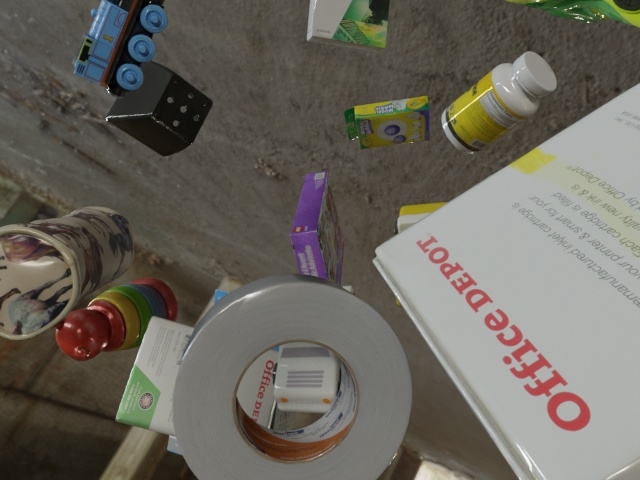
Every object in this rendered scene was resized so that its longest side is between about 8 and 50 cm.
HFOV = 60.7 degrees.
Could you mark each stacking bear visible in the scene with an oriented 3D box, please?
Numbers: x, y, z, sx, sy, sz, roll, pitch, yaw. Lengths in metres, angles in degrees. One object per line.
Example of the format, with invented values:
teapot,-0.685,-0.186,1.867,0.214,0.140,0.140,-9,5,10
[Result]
stacking bear,-0.480,0.190,1.265,0.175,0.164,0.289,54,-157,5

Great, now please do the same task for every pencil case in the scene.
pencil case,-0.439,0.036,0.929,0.410,0.184,0.159,-130,19,-80

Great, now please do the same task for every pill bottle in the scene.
pill bottle,0.561,-0.434,1.730,0.188,0.187,0.334,35,141,-15

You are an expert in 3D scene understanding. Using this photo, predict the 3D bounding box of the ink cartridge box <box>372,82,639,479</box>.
ink cartridge box,0.278,0.029,0.452,0.160,0.385,0.279,57,-178,-37

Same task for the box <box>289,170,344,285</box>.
box,0.000,0.000,1.174,0.057,0.293,0.200,-9,118,10

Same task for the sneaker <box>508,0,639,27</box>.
sneaker,0.378,-0.336,0.703,0.296,0.109,0.124,30,-150,33

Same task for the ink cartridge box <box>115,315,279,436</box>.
ink cartridge box,-0.175,0.222,0.826,0.213,0.154,0.093,18,158,-10

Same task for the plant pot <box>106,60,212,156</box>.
plant pot,-0.382,-0.328,1.368,0.167,0.187,0.188,16,167,45

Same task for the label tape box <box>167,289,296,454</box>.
label tape box,-0.173,0.297,1.158,0.249,0.347,0.115,9,-177,24

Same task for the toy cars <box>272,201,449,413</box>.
toy cars,0.068,0.059,0.735,0.176,0.394,0.087,33,153,43

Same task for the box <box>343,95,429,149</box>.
box,0.144,-0.252,1.184,0.179,0.043,0.105,-5,150,9

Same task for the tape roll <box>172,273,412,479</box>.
tape roll,-0.027,0.143,0.526,0.219,0.219,0.072,33,178,-9

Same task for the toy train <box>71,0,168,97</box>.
toy train,-0.315,-0.322,0.864,0.105,0.184,0.080,20,-165,-30

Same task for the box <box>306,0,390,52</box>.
box,0.090,-0.730,1.589,0.232,0.321,0.058,3,-173,-17
